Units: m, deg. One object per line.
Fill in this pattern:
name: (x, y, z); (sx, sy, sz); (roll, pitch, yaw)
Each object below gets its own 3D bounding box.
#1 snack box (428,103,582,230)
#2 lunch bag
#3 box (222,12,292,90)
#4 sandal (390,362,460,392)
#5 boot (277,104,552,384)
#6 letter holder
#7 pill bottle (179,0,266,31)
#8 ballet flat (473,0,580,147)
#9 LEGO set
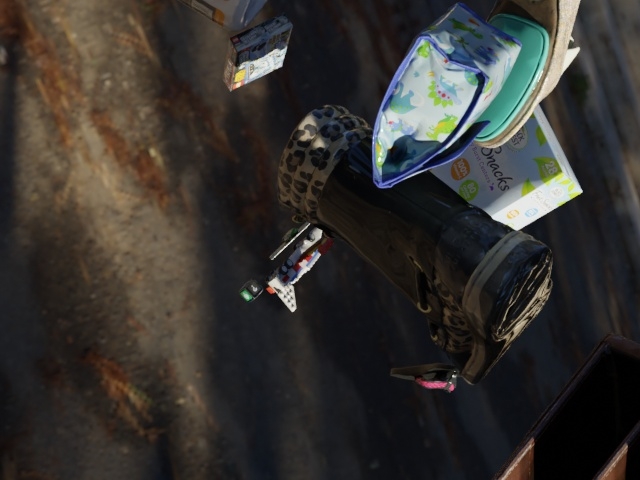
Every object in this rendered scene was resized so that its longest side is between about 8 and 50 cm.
snack box: (0.201, -0.087, 1.567); (0.070, 0.207, 0.174); (34, 30, -51)
lunch bag: (0.108, -0.126, 1.144); (0.096, 0.151, 0.129); (36, 32, 6)
box: (-0.095, -0.278, 1.823); (0.027, 0.094, 0.137); (58, -17, 11)
sandal: (0.180, 0.221, 1.957); (0.067, 0.179, 0.040); (20, 70, -34)
boot: (0.102, 0.010, 1.344); (0.284, 0.138, 0.377); (37, -7, 15)
letter holder: (0.270, 0.274, 1.090); (0.214, 0.152, 0.302); (-43, 138, -26)
pill bottle: (-0.188, -0.411, 1.637); (0.278, 0.162, 0.162); (32, 26, 1)
ballet flat: (0.245, -0.246, 1.332); (0.106, 0.107, 0.316); (-7, 124, -42)
LEGO set: (0.000, 0.000, 1.544); (0.060, 0.244, 0.182); (47, -2, -6)
